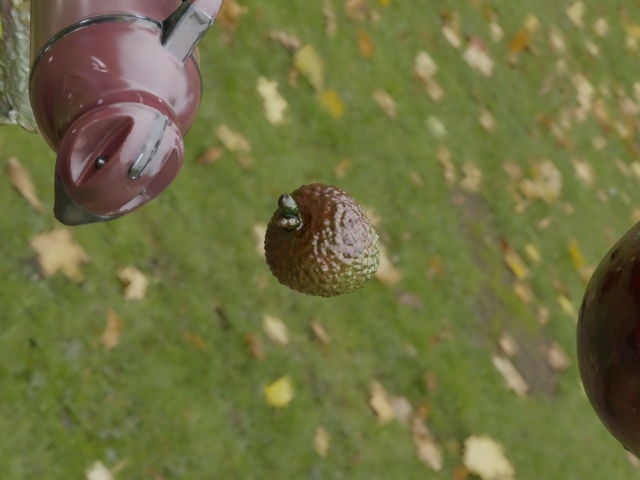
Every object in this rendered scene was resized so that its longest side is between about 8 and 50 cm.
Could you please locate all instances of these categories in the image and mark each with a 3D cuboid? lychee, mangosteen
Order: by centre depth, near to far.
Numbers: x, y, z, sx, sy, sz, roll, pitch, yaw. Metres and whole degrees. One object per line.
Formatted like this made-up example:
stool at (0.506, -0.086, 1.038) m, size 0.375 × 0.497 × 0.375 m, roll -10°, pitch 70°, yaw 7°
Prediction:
mangosteen at (0.280, 0.038, 1.142) m, size 0.215 × 0.215 × 0.257 m, roll 42°, pitch 52°, yaw -26°
lychee at (0.000, 0.000, 1.781) m, size 0.146 × 0.114 × 0.114 m, roll 35°, pitch 24°, yaw -47°

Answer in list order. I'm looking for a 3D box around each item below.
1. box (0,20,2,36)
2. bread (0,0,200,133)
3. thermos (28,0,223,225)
box at (-0.264, -0.101, 0.749) m, size 0.141 × 0.220 × 0.064 m, roll 52°, pitch -23°, yaw 19°
bread at (-0.221, -0.187, 1.559) m, size 0.261 × 0.158 × 0.156 m, roll 10°, pitch 39°, yaw 0°
thermos at (-0.122, -0.140, 1.171) m, size 0.330 × 0.136 × 0.109 m, roll -100°, pitch 175°, yaw -50°
